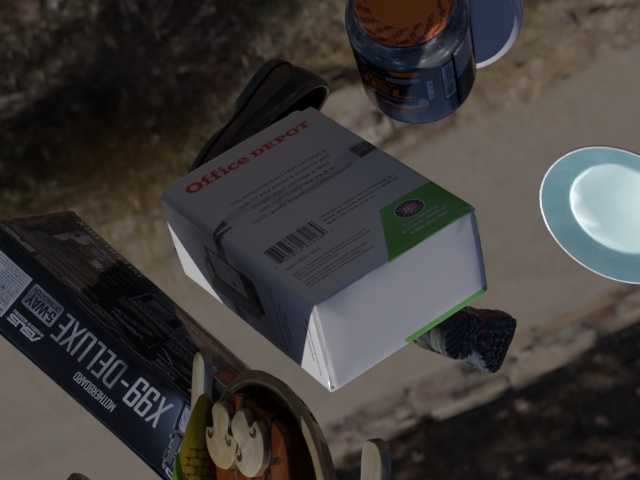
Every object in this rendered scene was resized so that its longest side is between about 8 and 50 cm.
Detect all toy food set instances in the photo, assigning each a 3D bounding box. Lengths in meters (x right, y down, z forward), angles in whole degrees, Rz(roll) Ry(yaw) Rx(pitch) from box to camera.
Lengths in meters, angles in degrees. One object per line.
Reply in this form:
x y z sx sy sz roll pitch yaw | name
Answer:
-0.034 0.130 0.811 0.038 0.132 0.192 -4 -169 -31 | toy food set

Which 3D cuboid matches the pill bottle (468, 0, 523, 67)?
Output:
0.157 -0.245 1.776 0.119 0.119 0.208 -26 -173 9 | pill bottle

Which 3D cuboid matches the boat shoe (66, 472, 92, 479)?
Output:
-0.225 0.358 1.827 0.116 0.324 0.123 23 98 -25 | boat shoe

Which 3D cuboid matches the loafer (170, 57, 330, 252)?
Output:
-0.081 -0.092 1.934 0.096 0.084 0.267 42 72 -50 | loafer

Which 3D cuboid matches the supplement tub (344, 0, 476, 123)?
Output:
0.086 -0.194 1.569 0.117 0.117 0.190 -21 161 2 | supplement tub

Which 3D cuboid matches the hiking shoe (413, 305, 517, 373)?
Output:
0.174 0.110 2.142 0.227 0.114 0.086 24 90 -61 | hiking shoe

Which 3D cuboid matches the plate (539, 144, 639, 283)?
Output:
0.330 -0.031 1.815 0.024 0.188 0.188 -53 175 -41 | plate

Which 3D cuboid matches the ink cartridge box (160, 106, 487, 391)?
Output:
0.000 0.000 1.644 0.198 0.273 0.115 -31 130 -21 | ink cartridge box

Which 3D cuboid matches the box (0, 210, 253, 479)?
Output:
-0.181 0.098 1.554 0.076 0.307 0.242 -50 175 8 | box
